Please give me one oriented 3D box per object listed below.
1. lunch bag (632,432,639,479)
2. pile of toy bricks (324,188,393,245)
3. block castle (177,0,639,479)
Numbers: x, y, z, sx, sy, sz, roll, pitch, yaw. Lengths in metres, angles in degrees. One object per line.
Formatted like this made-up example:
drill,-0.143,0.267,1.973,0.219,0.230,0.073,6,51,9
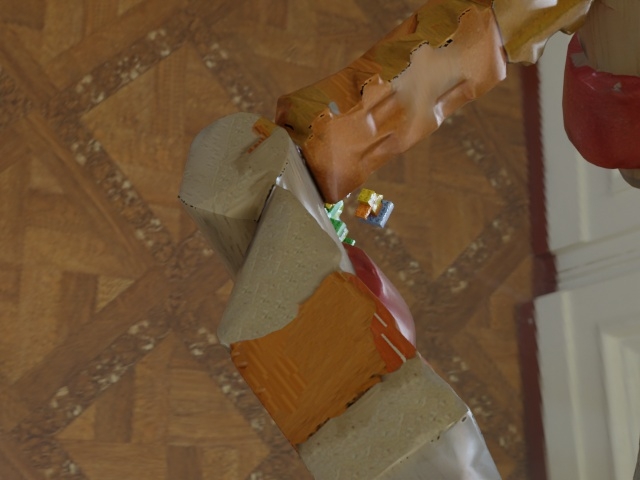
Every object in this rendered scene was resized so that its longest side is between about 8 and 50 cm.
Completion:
lunch bag,0.333,0.220,0.747,0.212,0.256,0.305,-48,145,-68
pile of toy bricks,0.000,0.000,1.213,0.212,0.118,0.105,-62,146,-19
block castle,0.171,0.070,0.420,0.303,0.453,0.213,-37,139,-9
